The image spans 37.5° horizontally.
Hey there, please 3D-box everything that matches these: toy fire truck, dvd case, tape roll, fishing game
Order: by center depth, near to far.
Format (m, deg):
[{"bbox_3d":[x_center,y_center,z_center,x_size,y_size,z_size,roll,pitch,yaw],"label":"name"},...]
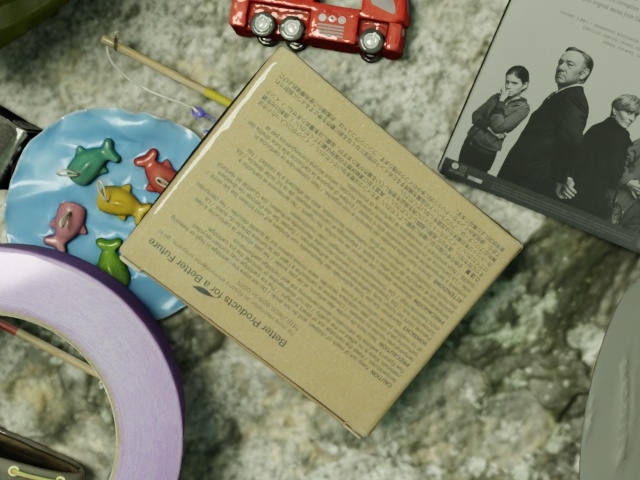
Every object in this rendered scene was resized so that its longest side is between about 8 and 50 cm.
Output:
[{"bbox_3d":[0.210,-0.118,0.690,0.179,0.029,0.239,23,124,4],"label":"dvd case"},{"bbox_3d":[-0.239,0.140,0.696,0.274,0.090,0.275,0,91,-6],"label":"tape roll"},{"bbox_3d":[-0.017,-0.223,0.752,0.192,0.047,0.135,9,92,4],"label":"toy fire truck"},{"bbox_3d":[-0.161,-0.015,0.760,0.189,0.041,0.264,31,95,-11],"label":"fishing game"}]

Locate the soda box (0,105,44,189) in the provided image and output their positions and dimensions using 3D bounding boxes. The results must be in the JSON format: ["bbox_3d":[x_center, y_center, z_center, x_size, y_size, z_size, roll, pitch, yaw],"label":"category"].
[{"bbox_3d":[-0.316,-0.106,0.777,0.169,0.053,0.060,30,94,3],"label":"soda box"}]

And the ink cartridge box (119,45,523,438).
[{"bbox_3d":[0.000,0.000,0.718,0.234,0.088,0.193,39,95,-11],"label":"ink cartridge box"}]

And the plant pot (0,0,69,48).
[{"bbox_3d":[-0.294,-0.322,0.643,0.366,0.366,0.353,-39,100,5],"label":"plant pot"}]

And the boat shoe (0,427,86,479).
[{"bbox_3d":[-0.303,0.165,0.777,0.227,0.081,0.069,30,91,-4],"label":"boat shoe"}]

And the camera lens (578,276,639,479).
[{"bbox_3d":[0.341,0.147,0.650,0.274,0.219,0.219,12,93,4],"label":"camera lens"}]
